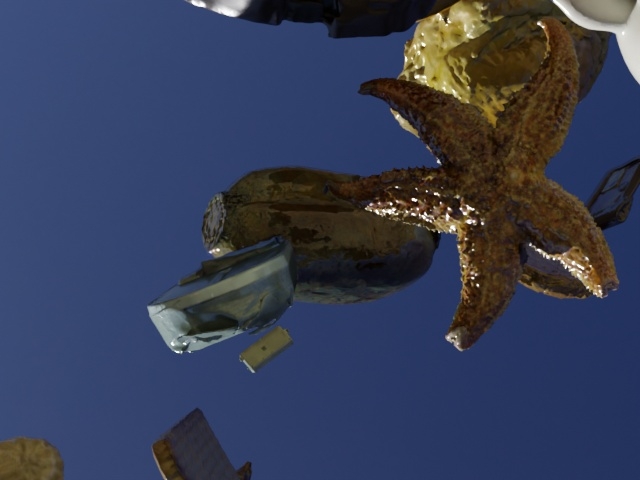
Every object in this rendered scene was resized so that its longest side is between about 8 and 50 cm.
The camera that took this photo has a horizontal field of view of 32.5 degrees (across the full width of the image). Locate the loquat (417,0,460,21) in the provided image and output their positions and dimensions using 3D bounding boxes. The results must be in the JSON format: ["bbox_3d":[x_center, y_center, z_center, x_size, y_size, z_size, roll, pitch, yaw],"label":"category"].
[{"bbox_3d":[0.065,-0.395,1.180,0.328,0.328,0.328,-12,-133,14],"label":"loquat"}]

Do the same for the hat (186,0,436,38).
[{"bbox_3d":[-0.040,-0.308,0.817,0.238,0.209,0.336,-15,-140,-19],"label":"hat"}]

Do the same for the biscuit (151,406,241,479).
[{"bbox_3d":[-0.113,0.269,1.158,0.029,0.254,0.172,-30,-92,0],"label":"biscuit"}]

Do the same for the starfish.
[{"bbox_3d":[0.116,-0.045,0.773,0.227,0.043,0.240,23,-88,18],"label":"starfish"}]

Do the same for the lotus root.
[{"bbox_3d":[0.000,0.000,1.293,0.275,0.160,0.152,7,-124,-16],"label":"lotus root"}]

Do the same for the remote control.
[{"bbox_3d":[-0.066,0.037,0.827,0.104,0.052,0.247,-21,-176,2],"label":"remote control"}]

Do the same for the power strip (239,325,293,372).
[{"bbox_3d":[-0.086,0.172,1.746,0.090,0.016,0.040,-36,-127,-14],"label":"power strip"}]

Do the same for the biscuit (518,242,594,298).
[{"bbox_3d":[0.325,0.022,1.686,0.226,0.042,0.226,18,-154,-9],"label":"biscuit"}]

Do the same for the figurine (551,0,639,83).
[{"bbox_3d":[0.246,-0.124,0.648,0.235,0.127,0.155,42,-113,-2],"label":"figurine"}]

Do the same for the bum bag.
[{"bbox_3d":[0.440,-0.066,1.650,0.159,0.026,0.109,-51,-167,-31],"label":"bum bag"}]

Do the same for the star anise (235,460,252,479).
[{"bbox_3d":[-0.171,0.435,1.622,0.157,0.053,0.212,-38,-154,34],"label":"star anise"}]

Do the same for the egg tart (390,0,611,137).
[{"bbox_3d":[0.266,-0.220,1.473,0.339,0.351,0.153,-6,-122,-33],"label":"egg tart"}]

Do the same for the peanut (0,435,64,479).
[{"bbox_3d":[-0.331,0.243,1.057,0.187,0.082,0.082,-26,-136,21],"label":"peanut"}]
